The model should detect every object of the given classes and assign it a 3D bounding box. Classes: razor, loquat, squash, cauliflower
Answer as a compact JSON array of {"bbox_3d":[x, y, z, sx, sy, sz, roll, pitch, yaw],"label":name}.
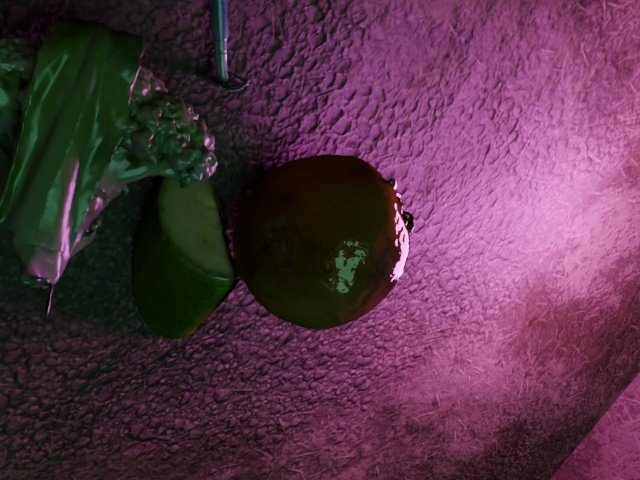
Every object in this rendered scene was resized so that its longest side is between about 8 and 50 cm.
[{"bbox_3d":[-0.113,-0.238,0.917,0.040,0.068,0.135,-16,120,-29],"label":"razor"},{"bbox_3d":[0.000,0.000,1.060,0.238,0.238,0.193,-40,142,-3],"label":"loquat"},{"bbox_3d":[-0.200,0.026,1.083,0.093,0.169,0.252,-7,161,-28],"label":"squash"},{"bbox_3d":[-0.245,-0.069,0.797,0.256,0.239,0.315,40,52,-45],"label":"cauliflower"}]
